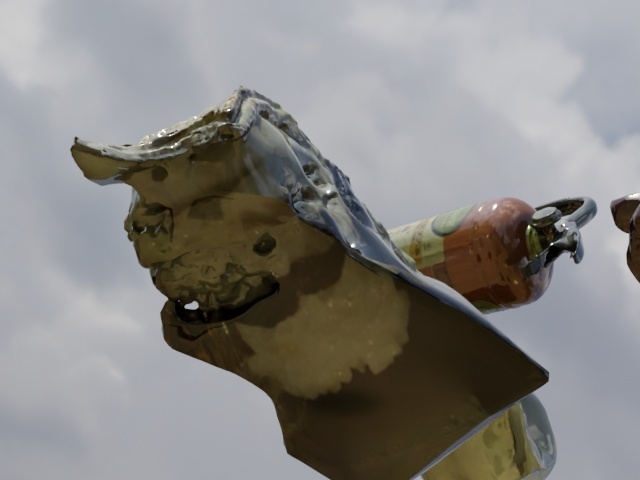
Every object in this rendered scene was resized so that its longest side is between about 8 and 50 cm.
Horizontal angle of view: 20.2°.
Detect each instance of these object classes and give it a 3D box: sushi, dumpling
[{"bbox_3d":[-0.020,0.004,0.897,0.134,0.109,0.273,-37,-60,27],"label":"sushi"},{"bbox_3d":[0.158,0.196,1.836,0.162,0.132,0.250,60,-23,6],"label":"dumpling"}]

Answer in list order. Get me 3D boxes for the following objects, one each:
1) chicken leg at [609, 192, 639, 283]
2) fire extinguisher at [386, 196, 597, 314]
[{"bbox_3d":[0.275,-0.108,0.783,0.096,0.407,0.158,61,-18,-15],"label":"chicken leg"},{"bbox_3d":[0.140,0.009,1.892,0.376,0.200,0.113,-15,-57,38],"label":"fire extinguisher"}]
